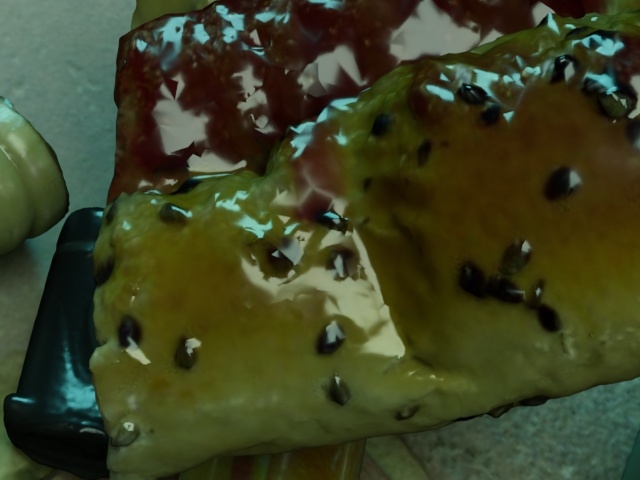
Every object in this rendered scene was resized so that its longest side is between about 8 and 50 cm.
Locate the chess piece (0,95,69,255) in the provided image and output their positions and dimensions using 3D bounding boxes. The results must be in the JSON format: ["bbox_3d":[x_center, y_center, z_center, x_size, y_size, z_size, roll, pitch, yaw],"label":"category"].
[{"bbox_3d":[-0.231,0.008,0.879,0.090,0.090,0.200,45,57,8],"label":"chess piece"}]

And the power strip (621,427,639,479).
[{"bbox_3d":[0.291,0.060,0.942,0.141,0.261,0.229,29,55,-2],"label":"power strip"}]

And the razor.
[{"bbox_3d":[-0.111,0.055,0.910,0.090,0.054,0.148,9,58,7],"label":"razor"}]

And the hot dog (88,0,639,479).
[{"bbox_3d":[0.084,-0.071,0.816,0.366,0.196,0.367,-5,53,7],"label":"hot dog"}]

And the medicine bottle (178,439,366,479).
[{"bbox_3d":[0.000,0.000,0.960,0.108,0.108,0.426,19,55,-10],"label":"medicine bottle"}]
